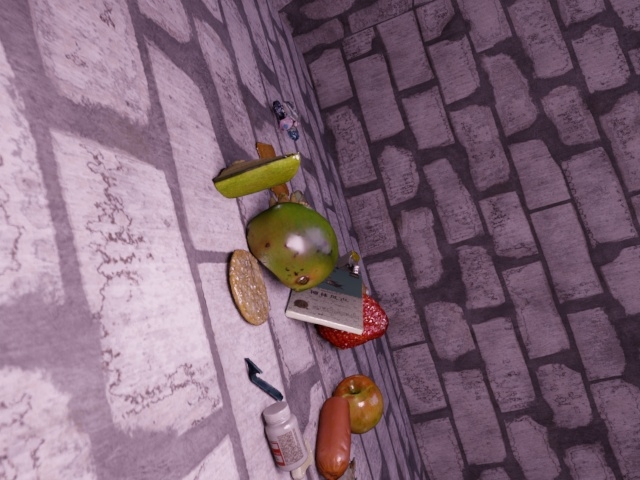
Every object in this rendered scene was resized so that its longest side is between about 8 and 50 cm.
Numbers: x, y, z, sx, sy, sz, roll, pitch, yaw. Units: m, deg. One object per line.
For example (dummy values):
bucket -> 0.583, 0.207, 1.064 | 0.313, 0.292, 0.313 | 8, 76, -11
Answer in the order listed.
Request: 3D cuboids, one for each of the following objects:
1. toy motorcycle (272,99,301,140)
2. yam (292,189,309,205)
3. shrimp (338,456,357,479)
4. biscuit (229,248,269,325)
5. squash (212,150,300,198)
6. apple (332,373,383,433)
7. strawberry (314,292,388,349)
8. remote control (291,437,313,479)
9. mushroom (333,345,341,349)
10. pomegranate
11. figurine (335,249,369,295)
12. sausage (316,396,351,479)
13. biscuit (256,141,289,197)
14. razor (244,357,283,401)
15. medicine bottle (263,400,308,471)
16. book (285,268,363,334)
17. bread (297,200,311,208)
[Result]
toy motorcycle -> -0.151, -0.582, 2.061 | 0.239, 0.108, 0.204 | -23, 91, -53
yam -> -0.081, -0.150, 1.852 | 0.070, 0.069, 0.147 | -92, 159, -50
shrimp -> 0.073, 0.813, 1.242 | 0.360, 0.085, 0.247 | -72, 152, -64
biscuit -> -0.188, 0.123, 1.109 | 0.220, 0.033, 0.220 | -16, 90, -79
squash -> -0.153, -0.192, 1.170 | 0.169, 0.251, 0.093 | -80, 152, -64
apple -> 0.139, 0.607, 1.531 | 0.196, 0.195, 0.196 | -17, 90, -78
strawberry -> 0.126, 0.309, 1.641 | 0.239, 0.288, 0.250 | 67, 30, -63
remote control -> -0.052, 0.573, 1.094 | 0.122, 0.032, 0.075 | 28, 46, -74
mushroom -> 0.116, 0.423, 1.900 | 0.123, 0.095, 0.351 | 57, 9, 8
pomegranate -> -0.070, -0.023, 1.314 | 0.309, 0.216, 0.359 | 37, 33, -45
figurine -> 0.158, 0.226, 2.158 | 0.285, 0.166, 0.343 | -98, 169, -47
sausage -> 0.043, 0.608, 1.282 | 0.259, 0.113, 0.114 | -79, 150, -67
biscuit -> -0.191, -0.283, 1.686 | 0.237, 0.013, 0.232 | -45, 118, -75
razor -> -0.138, 0.359, 1.033 | 0.066, 0.033, 0.190 | 29, -25, 40
medicine bottle -> -0.085, 0.463, 0.989 | 0.079, 0.079, 0.140 | -39, 112, -77
book -> 0.027, 0.193, 1.511 | 0.379, 0.263, 0.031 | -79, -176, -65
bread -> -0.075, -0.055, 1.609 | 0.114, 0.132, 0.191 | -77, 150, -70
